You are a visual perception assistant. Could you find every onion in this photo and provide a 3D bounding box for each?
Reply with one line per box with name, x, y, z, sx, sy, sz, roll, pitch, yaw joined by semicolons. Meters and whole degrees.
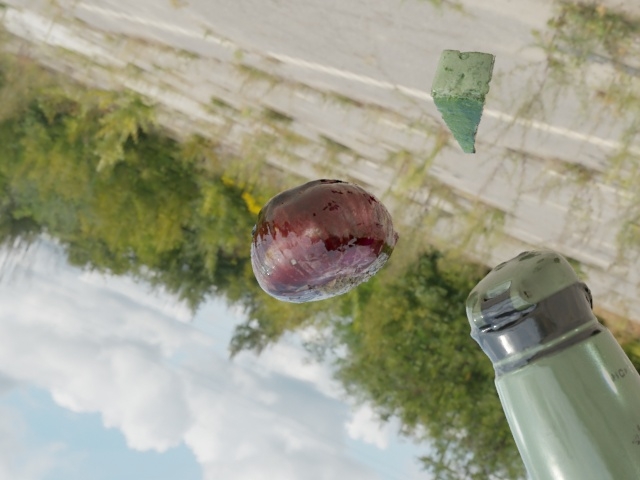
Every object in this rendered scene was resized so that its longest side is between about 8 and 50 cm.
onion;0.000;0.000;1.470;0.246;0.190;0.246;-12;156;-5

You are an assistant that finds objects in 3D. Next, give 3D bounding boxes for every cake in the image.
cake;0.256;-0.250;1.669;0.099;0.100;0.235;13;162;10

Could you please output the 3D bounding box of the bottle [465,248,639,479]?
bottle;0.286;0.177;1.030;0.347;0.168;0.168;66;-172;9
